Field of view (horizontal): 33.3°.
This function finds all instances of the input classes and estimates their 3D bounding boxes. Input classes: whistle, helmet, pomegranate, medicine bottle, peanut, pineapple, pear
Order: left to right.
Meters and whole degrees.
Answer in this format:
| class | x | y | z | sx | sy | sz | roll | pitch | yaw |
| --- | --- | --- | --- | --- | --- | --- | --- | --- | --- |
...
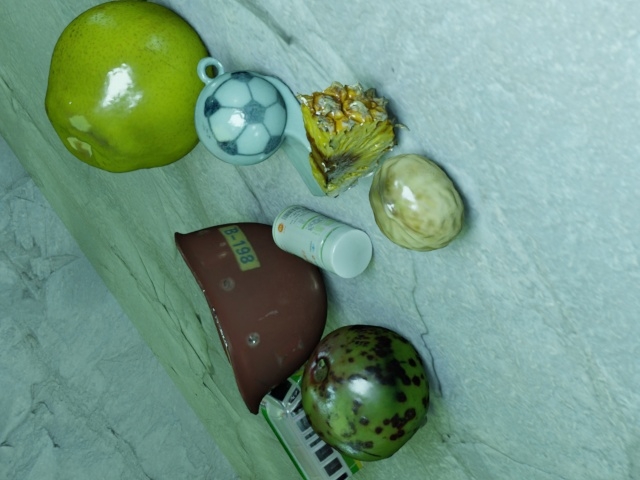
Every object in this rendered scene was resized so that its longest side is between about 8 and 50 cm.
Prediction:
| class | x | y | z | sx | sy | sz | roll | pitch | yaw |
| --- | --- | --- | --- | --- | --- | --- | --- | --- | --- |
| pear | -0.312 | -0.259 | 1.791 | 0.294 | 0.294 | 0.294 | 42 | 157 | 23 |
| whistle | -0.101 | -0.164 | 1.677 | 0.290 | 0.163 | 0.163 | 55 | 158 | -8 |
| helmet | -0.101 | 0.111 | 1.977 | 0.385 | 0.230 | 0.337 | -124 | 12 | -50 |
| medicine bottle | 0.000 | 0.000 | 1.827 | 0.183 | 0.086 | 0.086 | 24 | 145 | 51 |
| pineapple | 0.046 | -0.150 | 1.451 | 0.079 | 0.135 | 0.233 | 59 | 174 | 19 |
| pomegranate | 0.099 | 0.295 | 1.911 | 0.242 | 0.242 | 0.306 | 21 | 152 | 52 |
| peanut | 0.130 | -0.050 | 1.462 | 0.140 | 0.109 | 0.159 | 60 | 171 | 7 |

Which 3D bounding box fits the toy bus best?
| class | x | y | z | sx | sy | sz | roll | pitch | yaw |
| --- | --- | --- | --- | --- | --- | --- | --- | --- | --- |
| toy bus | -0.018 | 0.390 | 2.349 | 0.143 | 0.179 | 0.305 | 15 | 138 | 57 |
